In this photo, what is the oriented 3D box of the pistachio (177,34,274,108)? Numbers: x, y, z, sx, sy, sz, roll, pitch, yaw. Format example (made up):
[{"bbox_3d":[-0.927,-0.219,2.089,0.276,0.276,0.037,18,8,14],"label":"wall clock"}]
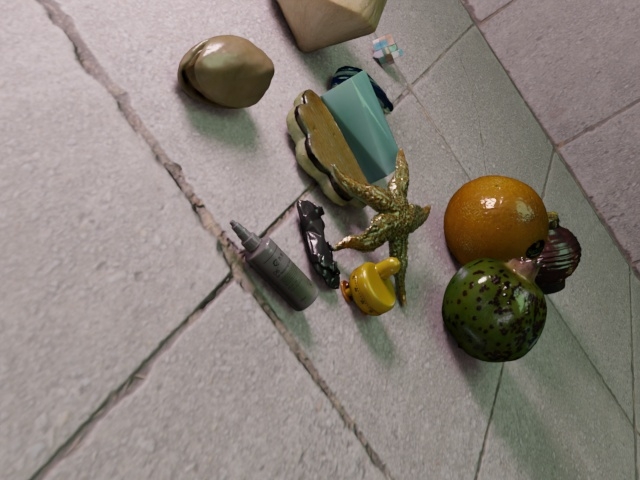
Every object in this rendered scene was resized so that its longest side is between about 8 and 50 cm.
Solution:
[{"bbox_3d":[-0.172,-0.312,1.531,0.226,0.135,0.136,-15,76,-55],"label":"pistachio"}]

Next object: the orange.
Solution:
[{"bbox_3d":[0.448,-0.033,2.119,0.274,0.274,0.274,39,34,-33],"label":"orange"}]

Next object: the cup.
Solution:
[{"bbox_3d":[0.091,-0.250,1.894,0.236,0.148,0.134,62,11,-7],"label":"cup"}]

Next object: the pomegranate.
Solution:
[{"bbox_3d":[0.404,0.145,1.884,0.254,0.271,0.254,31,12,-7],"label":"pomegranate"}]

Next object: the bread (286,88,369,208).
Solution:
[{"bbox_3d":[0.005,-0.187,1.759,0.287,0.056,0.207,62,27,2],"label":"bread"}]

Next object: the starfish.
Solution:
[{"bbox_3d":[0.146,-0.067,1.755,0.347,0.078,0.358,31,59,-38],"label":"starfish"}]

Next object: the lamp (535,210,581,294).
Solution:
[{"bbox_3d":[0.634,0.032,2.397,0.247,0.247,0.247,39,34,-33],"label":"lamp"}]

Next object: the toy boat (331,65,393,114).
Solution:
[{"bbox_3d":[0.102,-0.312,2.035,0.210,0.070,0.292,34,42,-27],"label":"toy boat"}]

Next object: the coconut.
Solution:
[{"bbox_3d":[0.026,-0.599,1.974,0.328,0.328,0.329,39,34,-33],"label":"coconut"}]

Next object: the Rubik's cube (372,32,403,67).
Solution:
[{"bbox_3d":[0.196,-0.544,2.396,0.084,0.075,0.073,31,36,-44],"label":"Rubik's cube"}]

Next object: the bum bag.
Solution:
[{"bbox_3d":[0.000,0.000,1.580,0.087,0.049,0.198,28,40,-52],"label":"bum bag"}]

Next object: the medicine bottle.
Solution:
[{"bbox_3d":[-0.085,0.036,1.397,0.199,0.057,0.058,48,30,-21],"label":"medicine bottle"}]

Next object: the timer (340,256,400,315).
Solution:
[{"bbox_3d":[0.110,0.089,1.606,0.107,0.109,0.107,39,34,-33],"label":"timer"}]
